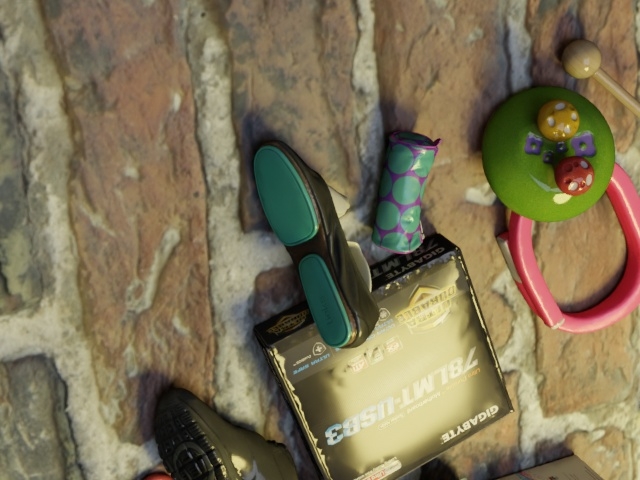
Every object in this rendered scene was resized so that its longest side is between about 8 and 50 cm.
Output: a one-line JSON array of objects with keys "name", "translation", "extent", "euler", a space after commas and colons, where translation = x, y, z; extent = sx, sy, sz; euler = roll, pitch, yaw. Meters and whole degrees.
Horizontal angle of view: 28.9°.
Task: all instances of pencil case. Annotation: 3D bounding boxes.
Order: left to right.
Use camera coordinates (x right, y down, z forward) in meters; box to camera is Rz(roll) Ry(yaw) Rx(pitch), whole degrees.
[{"name": "pencil case", "translation": [0.111, -0.063, 1.621], "extent": [0.070, 0.064, 0.152], "euler": [7, 108, -8]}]

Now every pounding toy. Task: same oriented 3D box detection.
[{"name": "pounding toy", "translation": [0.329, -0.137, 1.621], "extent": [0.183, 0.110, 0.237], "euler": [44, 83, -4]}]

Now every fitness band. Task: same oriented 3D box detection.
[{"name": "fitness band", "translation": [0.368, 0.006, 1.759], "extent": [0.209, 0.054, 0.291], "euler": [-34, 119, -8]}]

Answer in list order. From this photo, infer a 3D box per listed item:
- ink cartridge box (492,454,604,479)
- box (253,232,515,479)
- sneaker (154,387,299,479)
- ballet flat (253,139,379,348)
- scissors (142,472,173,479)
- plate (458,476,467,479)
[{"name": "ink cartridge box", "translation": [0.341, 0.425, 1.865], "extent": [0.176, 0.127, 0.128], "euler": [-14, 114, -16]}, {"name": "box", "translation": [0.094, 0.182, 1.705], "extent": [0.295, 0.073, 0.293], "euler": [-27, 116, -11]}, {"name": "sneaker", "translation": [-0.108, 0.299, 1.654], "extent": [0.286, 0.109, 0.130], "euler": [54, 44, -14]}, {"name": "ballet flat", "translation": [0.000, 0.000, 1.573], "extent": [0.096, 0.095, 0.281], "euler": [-24, 96, -46]}, {"name": "scissors", "translation": [-0.217, 0.443, 1.703], "extent": [0.109, 0.021, 0.297], "euler": [6, 107, -24]}, {"name": "plate", "translation": [0.171, 0.428, 1.789], "extent": [0.188, 0.024, 0.188], "euler": [-49, 155, -32]}]
